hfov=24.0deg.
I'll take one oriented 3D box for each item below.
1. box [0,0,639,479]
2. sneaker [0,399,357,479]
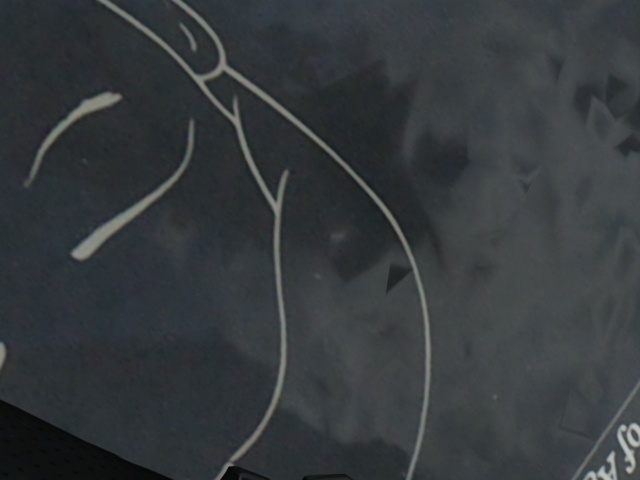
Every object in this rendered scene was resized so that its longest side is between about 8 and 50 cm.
[{"bbox_3d":[-0.084,-0.059,0.566,0.472,0.297,0.480,43,76,-22],"label":"box"},{"bbox_3d":[0.032,0.102,0.353,0.341,0.125,0.139,30,105,-12],"label":"sneaker"}]
